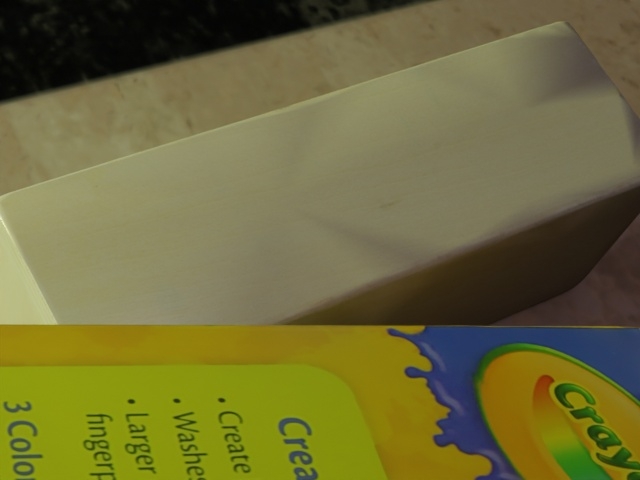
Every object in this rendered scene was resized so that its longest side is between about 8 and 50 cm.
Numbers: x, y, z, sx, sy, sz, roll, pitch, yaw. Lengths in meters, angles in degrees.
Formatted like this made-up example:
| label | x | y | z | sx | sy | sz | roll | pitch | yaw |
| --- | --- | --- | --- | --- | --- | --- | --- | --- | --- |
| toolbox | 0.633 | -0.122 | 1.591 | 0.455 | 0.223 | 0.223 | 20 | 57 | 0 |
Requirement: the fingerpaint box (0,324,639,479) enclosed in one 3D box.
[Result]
| label | x | y | z | sx | sy | sz | roll | pitch | yaw |
| --- | --- | --- | --- | --- | --- | --- | --- | --- | --- |
| fingerpaint box | -0.016 | 0.220 | 0.363 | 0.371 | 0.163 | 0.445 | 1 | 37 | -19 |

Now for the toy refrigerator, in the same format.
| label | x | y | z | sx | sy | sz | roll | pitch | yaw |
| --- | --- | --- | --- | --- | --- | --- | --- | --- | --- |
| toy refrigerator | 0.000 | 0.000 | 0.626 | 0.269 | 0.102 | 0.094 | -21 | 68 | -28 |
